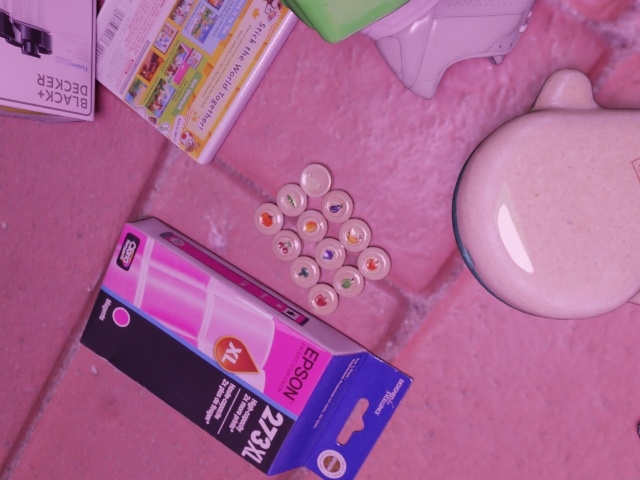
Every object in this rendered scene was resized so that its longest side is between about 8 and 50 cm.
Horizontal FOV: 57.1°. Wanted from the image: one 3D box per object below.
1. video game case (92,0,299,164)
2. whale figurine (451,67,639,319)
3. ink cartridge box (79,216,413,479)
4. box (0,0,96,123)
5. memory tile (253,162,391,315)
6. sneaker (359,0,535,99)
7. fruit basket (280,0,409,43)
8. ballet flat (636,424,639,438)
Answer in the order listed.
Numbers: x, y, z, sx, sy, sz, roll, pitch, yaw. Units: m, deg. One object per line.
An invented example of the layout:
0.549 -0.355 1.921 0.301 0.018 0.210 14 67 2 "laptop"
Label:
-0.147 -0.236 0.656 0.206 0.026 0.227 39 108 10 "video game case"
0.244 -0.044 0.513 0.271 0.141 0.216 -27 90 -3 "whale figurine"
-0.097 0.138 0.682 0.370 0.069 0.176 30 107 10 "ink cartridge box"
-0.326 -0.278 0.619 0.087 0.169 0.290 5 93 24 "box"
0.000 0.000 0.649 0.113 0.012 0.148 -36 86 21 "memory tile"
0.163 -0.231 0.526 0.262 0.099 0.121 -32 117 11 "sneaker"
0.043 -0.347 0.314 0.391 0.283 0.392 -7 121 -12 "fruit basket"
0.338 0.220 0.559 0.041 0.041 0.114 -31 88 21 "ballet flat"
